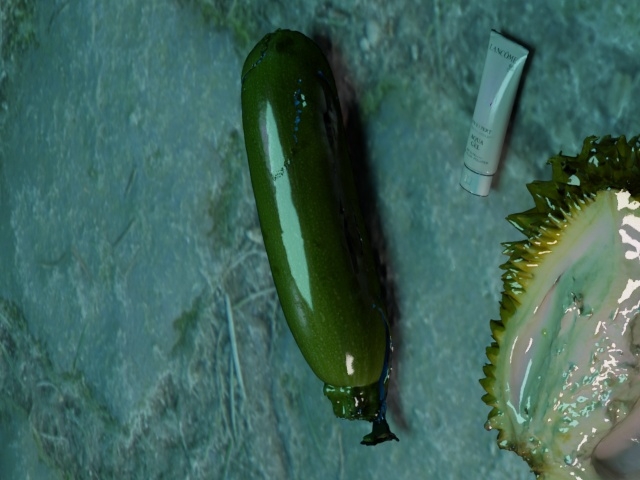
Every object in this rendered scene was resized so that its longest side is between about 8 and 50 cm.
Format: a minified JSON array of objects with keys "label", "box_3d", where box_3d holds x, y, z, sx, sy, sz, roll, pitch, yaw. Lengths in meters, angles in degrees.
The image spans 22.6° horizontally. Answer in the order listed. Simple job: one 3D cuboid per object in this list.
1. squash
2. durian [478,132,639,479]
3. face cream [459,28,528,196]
[{"label":"squash","box_3d":[-0.001,0.000,1.228,0.087,0.087,0.331,-9,95,55]},{"label":"durian","box_3d":[0.190,0.051,0.946,0.138,0.183,0.249,-90,5,-61]},{"label":"face cream","box_3d":[0.117,-0.086,1.091,0.038,0.020,0.115,39,127,42]}]
